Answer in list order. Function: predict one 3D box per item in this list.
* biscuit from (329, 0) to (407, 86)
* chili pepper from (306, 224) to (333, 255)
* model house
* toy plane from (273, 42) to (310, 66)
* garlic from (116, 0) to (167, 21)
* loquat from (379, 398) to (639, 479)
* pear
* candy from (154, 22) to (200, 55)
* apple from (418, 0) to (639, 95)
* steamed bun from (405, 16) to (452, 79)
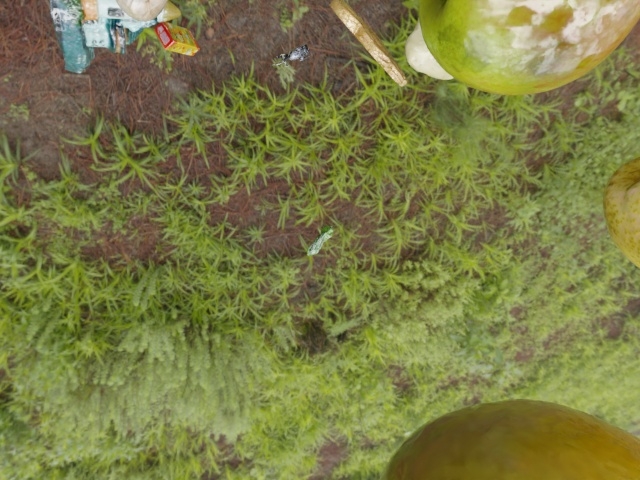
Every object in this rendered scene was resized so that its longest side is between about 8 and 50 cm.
[{"bbox_3d":[0.170,-0.627,1.337,0.051,0.270,0.375,-39,134,23],"label":"biscuit"},{"bbox_3d":[0.000,0.001,0.996,0.030,0.034,0.091,39,83,-19],"label":"chili pepper"},{"bbox_3d":[-0.463,-0.522,0.966,0.290,0.185,0.253,-15,173,-29],"label":"model house"},{"bbox_3d":[-0.066,-0.455,1.023,0.120,0.049,0.031,-44,130,-31],"label":"toy plane"},{"bbox_3d":[-0.285,-0.427,0.685,0.128,0.199,0.090,-21,139,25],"label":"garlic"},{"bbox_3d":[0.200,0.306,0.336,0.359,0.329,0.329,23,126,-15],"label":"loquat"},{"bbox_3d":[0.399,-0.033,0.439,0.177,0.178,0.178,-13,140,-11],"label":"pear"},{"bbox_3d":[-0.391,-0.552,1.144,0.037,0.062,0.122,-27,-175,24],"label":"candy"},{"bbox_3d":[0.321,-0.405,0.663,0.338,0.340,0.340,-13,140,-11],"label":"apple"},{"bbox_3d":[0.347,-0.563,1.206,0.212,0.110,0.231,-41,118,-27],"label":"steamed bun"}]
